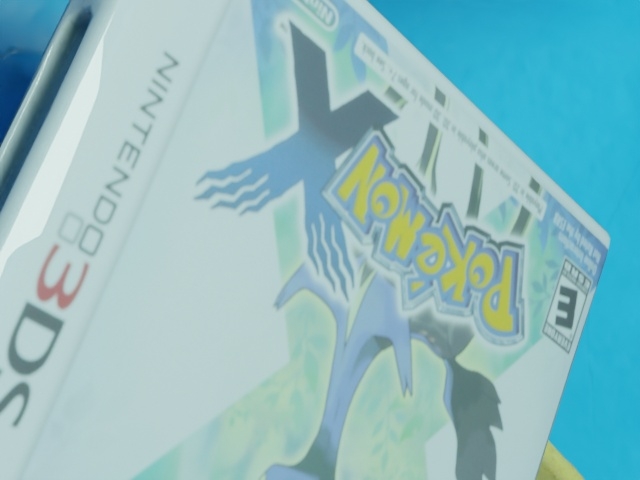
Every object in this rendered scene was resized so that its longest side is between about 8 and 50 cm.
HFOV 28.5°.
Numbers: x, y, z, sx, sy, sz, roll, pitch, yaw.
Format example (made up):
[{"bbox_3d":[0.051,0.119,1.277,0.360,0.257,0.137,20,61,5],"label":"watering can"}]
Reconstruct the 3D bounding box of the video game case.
[{"bbox_3d":[-0.007,0.057,0.521,0.329,0.036,0.300,36,68,-41],"label":"video game case"}]

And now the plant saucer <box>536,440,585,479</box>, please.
[{"bbox_3d":[0.057,0.276,0.661,0.333,0.081,0.332,47,61,-21],"label":"plant saucer"}]
